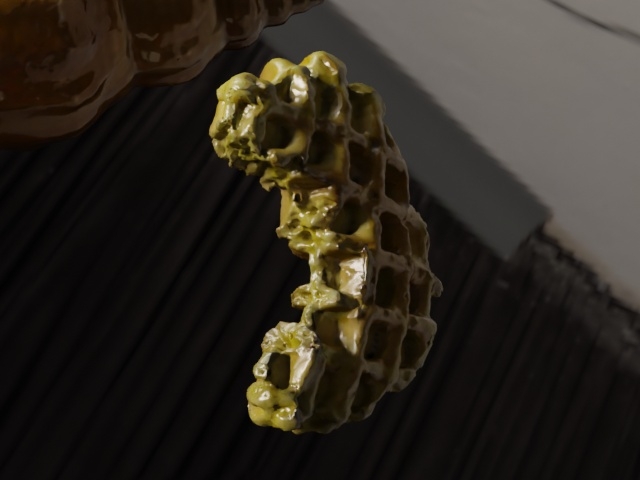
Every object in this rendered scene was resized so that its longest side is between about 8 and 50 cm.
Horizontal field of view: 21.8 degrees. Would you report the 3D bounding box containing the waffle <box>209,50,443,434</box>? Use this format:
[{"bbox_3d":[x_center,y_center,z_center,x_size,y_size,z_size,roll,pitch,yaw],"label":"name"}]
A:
[{"bbox_3d":[0.003,0.000,0.865,0.051,0.149,0.194,-6,104,39],"label":"waffle"}]

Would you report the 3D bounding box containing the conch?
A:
[{"bbox_3d":[-0.152,-0.072,0.619,0.109,0.330,0.093,-139,39,-59],"label":"conch"}]
